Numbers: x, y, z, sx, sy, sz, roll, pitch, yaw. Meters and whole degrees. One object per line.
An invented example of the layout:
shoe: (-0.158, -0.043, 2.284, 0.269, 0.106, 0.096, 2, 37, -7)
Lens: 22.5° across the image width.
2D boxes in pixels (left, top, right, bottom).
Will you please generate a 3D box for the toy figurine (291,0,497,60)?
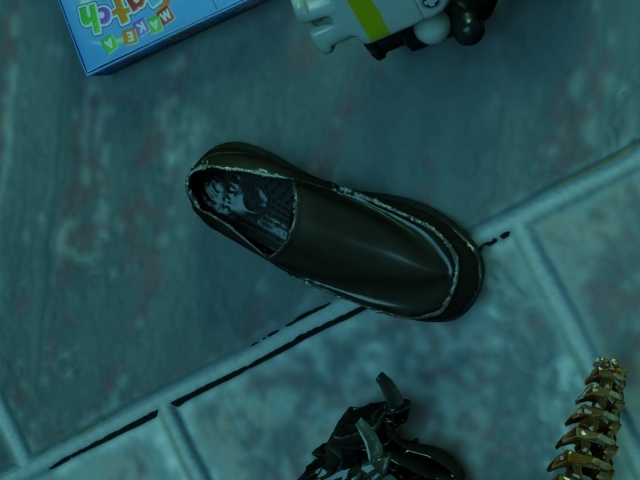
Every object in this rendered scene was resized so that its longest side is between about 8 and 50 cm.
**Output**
toy figurine: (0.051, -0.218, 0.947, 0.148, 0.209, 0.213, -21, 89, 17)

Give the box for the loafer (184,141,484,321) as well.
loafer: (0.000, 0.000, 1.060, 0.220, 0.078, 0.080, 20, 103, 19)

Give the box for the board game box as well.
board game box: (-0.127, -0.240, 1.106, 0.160, 0.039, 0.211, -21, 87, 23)

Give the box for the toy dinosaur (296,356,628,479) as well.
toy dinosaur: (0.087, 0.205, 1.039, 0.218, 0.164, 0.322, 34, 89, 0)
